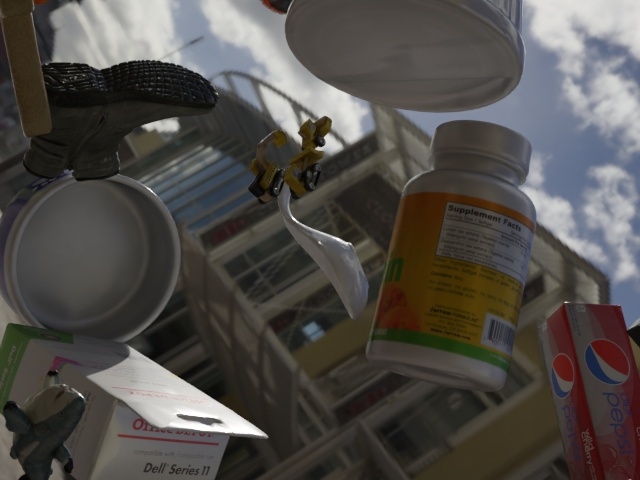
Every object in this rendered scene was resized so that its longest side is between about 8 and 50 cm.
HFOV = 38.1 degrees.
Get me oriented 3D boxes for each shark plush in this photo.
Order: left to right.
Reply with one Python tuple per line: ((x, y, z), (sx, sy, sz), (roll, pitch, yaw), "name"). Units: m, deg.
((-0.268, 0.205, 0.894), (0.067, 0.161, 0.073), (23, 16, 14), "shark plush")

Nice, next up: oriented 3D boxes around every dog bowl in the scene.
((-0.352, 0.025, 1.399), (0.104, 0.265, 0.265), (14, -45, 53), "dog bowl")

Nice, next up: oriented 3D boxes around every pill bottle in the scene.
((0.135, 0.014, 0.909), (0.136, 0.246, 0.136), (13, -13, 3), "pill bottle")

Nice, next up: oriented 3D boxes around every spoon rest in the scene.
((0.000, 0.000, 1.403), (0.137, 0.084, 0.276), (69, -1, -61), "spoon rest")

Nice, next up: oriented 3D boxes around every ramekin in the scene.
((0.102, -0.258, 1.038), (0.272, 0.127, 0.273), (12, -16, 4), "ramekin")

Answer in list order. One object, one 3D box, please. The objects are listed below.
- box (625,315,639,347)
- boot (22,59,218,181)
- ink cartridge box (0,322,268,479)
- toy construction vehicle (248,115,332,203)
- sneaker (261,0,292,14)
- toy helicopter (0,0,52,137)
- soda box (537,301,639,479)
((0.398, 0.109, 1.033), (0.083, 0.062, 0.052), (49, -26, 5), "box")
((-0.269, -0.154, 1.241), (0.161, 0.246, 0.083), (109, -30, -42), "boot")
((-0.259, 0.231, 1.210), (0.353, 0.119, 0.207), (21, 1, 43), "ink cartridge box")
((-0.031, -0.076, 0.855), (0.035, 0.098, 0.085), (39, -40, -25), "toy construction vehicle")
((-0.072, -0.406, 1.437), (0.158, 0.064, 0.061), (27, 53, -45), "sneaker")
((-0.348, -0.283, 1.026), (0.235, 0.140, 0.355), (-125, -151, -47), "toy helicopter")
((0.363, 0.215, 1.204), (0.083, 0.092, 0.263), (117, -28, -55), "soda box")
